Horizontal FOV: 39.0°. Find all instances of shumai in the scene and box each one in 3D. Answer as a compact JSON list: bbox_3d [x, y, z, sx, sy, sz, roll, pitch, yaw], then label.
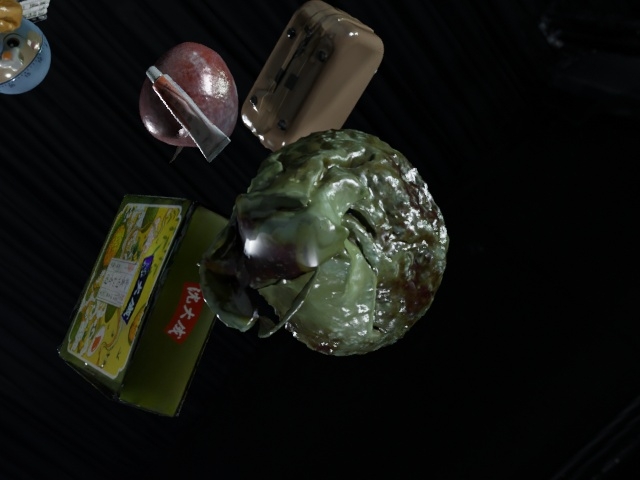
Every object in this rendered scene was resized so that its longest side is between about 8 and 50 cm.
[{"bbox_3d":[0.000,0.000,1.457,0.395,0.395,0.348,-33,169,17],"label":"shumai"}]

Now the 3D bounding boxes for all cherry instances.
[{"bbox_3d":[-0.303,-0.315,2.109,0.212,0.236,0.285,17,-86,18],"label":"cherry"}]

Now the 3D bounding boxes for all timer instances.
[{"bbox_3d":[-0.637,-0.390,1.783,0.175,0.255,0.175,-3,-107,9],"label":"timer"}]

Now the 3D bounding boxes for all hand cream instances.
[{"bbox_3d":[-0.258,-0.245,1.705,0.038,0.216,0.052,-30,165,-43],"label":"hand cream"}]

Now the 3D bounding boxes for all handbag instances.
[{"bbox_3d":[0.003,-0.322,1.836,0.149,0.283,0.302,41,-65,23],"label":"handbag"}]

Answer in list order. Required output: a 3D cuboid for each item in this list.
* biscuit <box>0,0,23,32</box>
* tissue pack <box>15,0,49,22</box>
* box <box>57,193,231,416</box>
[{"bbox_3d":[-0.648,-0.400,1.392,0.057,0.312,0.351,-67,167,18],"label":"biscuit"},{"bbox_3d":[-0.825,-0.566,2.034,0.361,0.259,0.122,-35,164,-46],"label":"tissue pack"},{"bbox_3d":[-0.335,0.106,1.744,0.420,0.138,0.373,9,-106,60],"label":"box"}]
